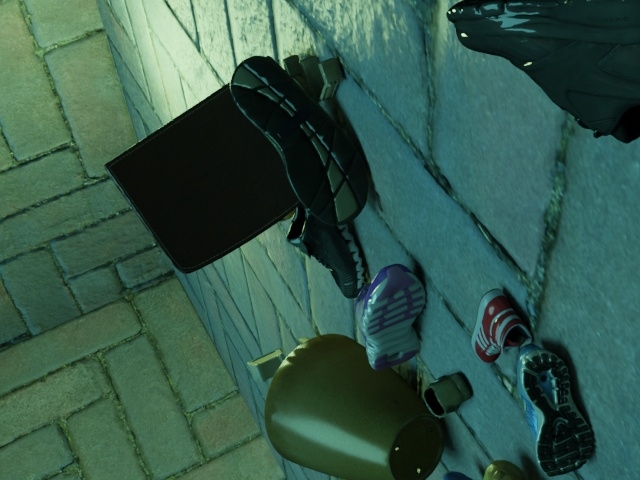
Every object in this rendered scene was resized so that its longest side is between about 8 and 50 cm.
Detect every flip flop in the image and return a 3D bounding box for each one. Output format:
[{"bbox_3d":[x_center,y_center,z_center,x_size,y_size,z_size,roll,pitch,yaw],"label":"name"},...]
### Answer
[{"bbox_3d":[-0.026,-0.147,1.390,0.277,0.112,0.080,51,-169,4],"label":"flip flop"}]

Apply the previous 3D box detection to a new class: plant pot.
[{"bbox_3d":[0.074,0.301,1.572,0.254,0.237,0.237,19,132,52],"label":"plant pot"}]

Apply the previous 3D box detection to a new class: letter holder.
[{"bbox_3d":[-0.142,-0.100,1.486,0.214,0.302,0.152,54,171,2],"label":"letter holder"}]

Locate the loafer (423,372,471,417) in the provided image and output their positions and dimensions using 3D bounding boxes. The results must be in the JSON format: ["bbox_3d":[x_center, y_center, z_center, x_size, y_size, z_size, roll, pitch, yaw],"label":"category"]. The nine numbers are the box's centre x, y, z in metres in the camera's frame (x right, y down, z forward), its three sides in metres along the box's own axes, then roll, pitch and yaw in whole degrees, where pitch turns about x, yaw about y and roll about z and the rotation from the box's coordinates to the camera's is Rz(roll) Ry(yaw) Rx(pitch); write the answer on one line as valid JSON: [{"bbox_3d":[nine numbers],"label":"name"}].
[{"bbox_3d":[0.173,0.227,1.391,0.056,0.050,0.148,62,165,17],"label":"loafer"}]

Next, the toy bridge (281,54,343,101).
[{"bbox_3d":[-0.009,-0.232,1.375,0.188,0.026,0.063,31,143,67],"label":"toy bridge"}]

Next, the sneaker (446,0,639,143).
[{"bbox_3d":[0.187,-0.136,0.693,0.130,0.109,0.286,65,169,-21],"label":"sneaker"}]

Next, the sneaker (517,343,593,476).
[{"bbox_3d":[0.255,0.184,1.060,0.073,0.063,0.162,-101,-3,-73],"label":"sneaker"}]

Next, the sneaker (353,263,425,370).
[{"bbox_3d":[0.091,0.096,1.414,0.236,0.095,0.104,88,162,-56],"label":"sneaker"}]

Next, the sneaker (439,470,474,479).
[{"bbox_3d":[0.250,0.401,1.363,0.211,0.080,0.081,43,148,35],"label":"sneaker"}]

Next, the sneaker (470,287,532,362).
[{"bbox_3d":[0.210,0.118,1.112,0.118,0.042,0.067,84,160,-45],"label":"sneaker"}]

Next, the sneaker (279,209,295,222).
[{"bbox_3d":[-0.114,-0.094,1.794,0.290,0.106,0.123,26,135,66],"label":"sneaker"}]

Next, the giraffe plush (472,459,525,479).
[{"bbox_3d":[0.199,0.409,1.219,0.181,0.170,0.210,42,131,32],"label":"giraffe plush"}]

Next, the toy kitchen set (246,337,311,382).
[{"bbox_3d":[-0.049,0.327,2.095,0.207,0.166,0.122,68,165,-5],"label":"toy kitchen set"}]

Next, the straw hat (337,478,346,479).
[{"bbox_3d":[0.101,0.575,2.158,0.144,0.061,0.144,32,131,48],"label":"straw hat"}]

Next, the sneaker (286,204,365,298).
[{"bbox_3d":[0.000,0.000,1.539,0.078,0.106,0.234,41,151,60],"label":"sneaker"}]
